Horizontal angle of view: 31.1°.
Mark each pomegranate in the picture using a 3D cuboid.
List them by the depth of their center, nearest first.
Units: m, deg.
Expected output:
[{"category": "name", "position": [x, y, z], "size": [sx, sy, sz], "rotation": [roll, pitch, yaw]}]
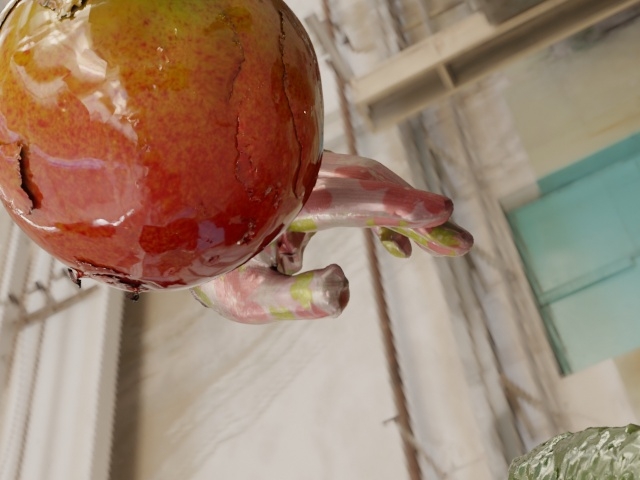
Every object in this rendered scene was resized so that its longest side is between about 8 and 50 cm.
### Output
[{"category": "pomegranate", "position": [-0.100, -0.085, 0.679], "size": [0.210, 0.210, 0.235], "rotation": [-35, -60, -76]}]

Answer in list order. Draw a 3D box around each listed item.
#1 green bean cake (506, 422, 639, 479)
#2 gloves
[{"category": "green bean cake", "position": [0.200, 0.233, 0.738], "size": [0.248, 0.125, 0.222], "rotation": [138, 139, -76]}, {"category": "gloves", "position": [-0.005, -0.011, 0.831], "size": [0.145, 0.241, 0.126], "rotation": [-26, -90, -44]}]
